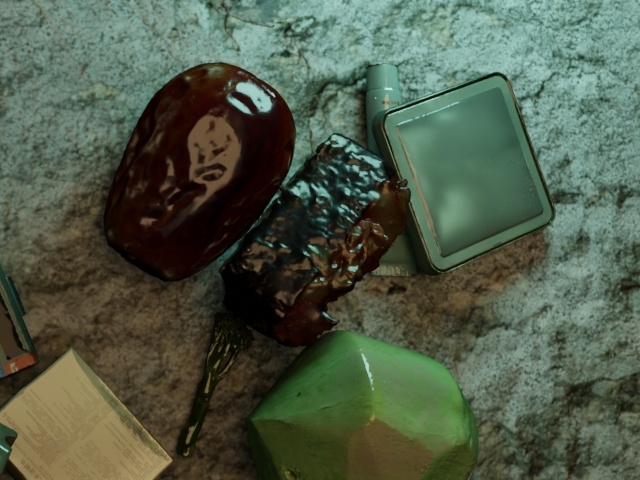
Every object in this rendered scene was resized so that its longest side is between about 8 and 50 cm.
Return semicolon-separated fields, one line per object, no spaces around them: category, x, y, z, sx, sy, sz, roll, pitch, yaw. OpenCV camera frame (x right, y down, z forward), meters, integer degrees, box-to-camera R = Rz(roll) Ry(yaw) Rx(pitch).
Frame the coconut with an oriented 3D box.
coconut;0.045;0.279;1.741;0.328;0.328;0.281;10;47;-17

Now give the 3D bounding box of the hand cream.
hand cream;0.103;-0.109;1.964;0.085;0.058;0.331;2;84;-34

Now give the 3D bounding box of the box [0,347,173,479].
box;-0.334;0.280;1.707;0.168;0.095;0.212;-43;94;-23

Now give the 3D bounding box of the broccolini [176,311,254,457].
broccolini;-0.153;0.209;1.818;0.067;0.058;0.216;12;80;25

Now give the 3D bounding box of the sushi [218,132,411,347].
sushi;0.000;0.000;1.805;0.182;0.196;0.343;40;65;0

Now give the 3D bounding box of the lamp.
lamp;0.228;-0.108;1.973;0.269;0.047;0.266;-22;96;-30

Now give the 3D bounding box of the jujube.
jujube;-0.174;-0.100;1.788;0.223;0.223;0.318;34;78;-10

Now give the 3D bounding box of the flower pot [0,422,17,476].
flower pot;-0.522;0.262;1.532;0.259;0.290;0.290;25;72;-12

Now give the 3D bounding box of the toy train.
toy train;-0.490;-0.006;1.712;0.089;0.086;0.409;-21;87;-23
